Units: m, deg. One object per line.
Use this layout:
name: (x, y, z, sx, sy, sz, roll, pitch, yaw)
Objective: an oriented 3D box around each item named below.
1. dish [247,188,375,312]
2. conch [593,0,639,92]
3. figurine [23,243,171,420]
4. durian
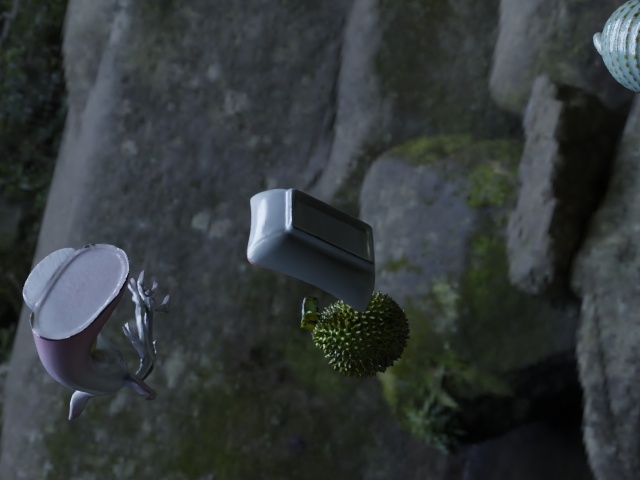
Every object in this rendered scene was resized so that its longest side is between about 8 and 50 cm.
dish: (0.000, 0.000, 1.864, 0.077, 0.212, 0.151, -48, 27, 35)
conch: (0.503, -0.314, 1.910, 0.200, 0.172, 0.131, 45, 158, 39)
figurine: (-0.342, 0.131, 1.952, 0.315, 0.207, 0.284, 89, 174, -49)
durian: (0.072, 0.164, 2.179, 0.159, 0.198, 0.146, -16, 71, 29)
